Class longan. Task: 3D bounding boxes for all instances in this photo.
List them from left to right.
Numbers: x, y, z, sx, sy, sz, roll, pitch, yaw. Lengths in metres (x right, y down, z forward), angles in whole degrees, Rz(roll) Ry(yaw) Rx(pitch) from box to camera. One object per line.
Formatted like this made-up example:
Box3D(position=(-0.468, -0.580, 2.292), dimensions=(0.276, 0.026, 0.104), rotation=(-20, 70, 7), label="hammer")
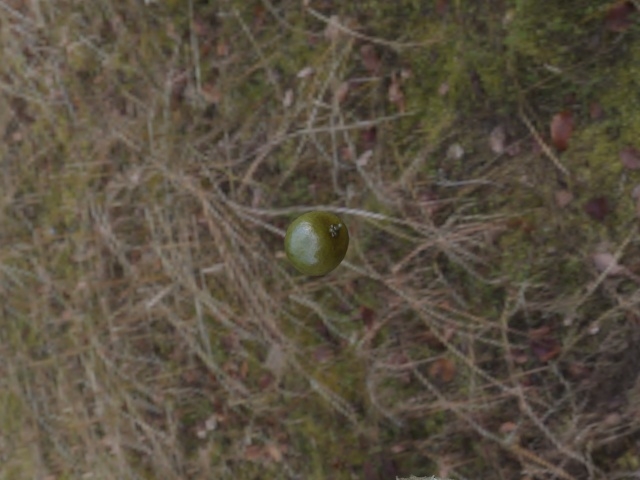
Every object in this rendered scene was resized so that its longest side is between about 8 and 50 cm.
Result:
Box3D(position=(0.000, 0.000, 1.112), dimensions=(0.083, 0.075, 0.075), rotation=(-35, 67, 43), label="longan")

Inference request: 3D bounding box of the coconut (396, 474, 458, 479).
Box3D(position=(0.079, 0.305, 0.722), dimensions=(0.247, 0.245, 0.245), rotation=(-117, 34, -44), label="coconut")
